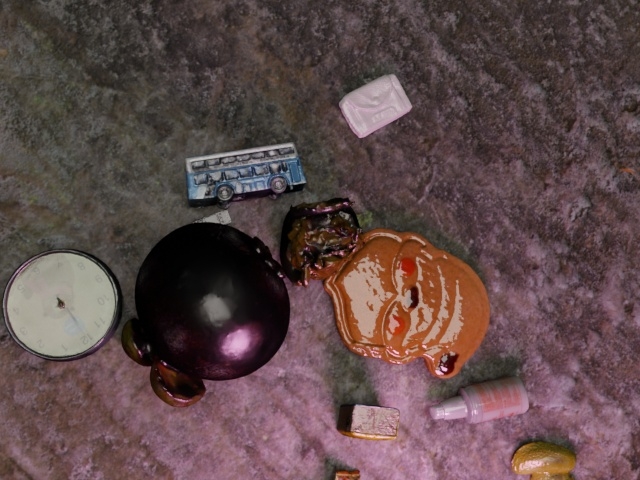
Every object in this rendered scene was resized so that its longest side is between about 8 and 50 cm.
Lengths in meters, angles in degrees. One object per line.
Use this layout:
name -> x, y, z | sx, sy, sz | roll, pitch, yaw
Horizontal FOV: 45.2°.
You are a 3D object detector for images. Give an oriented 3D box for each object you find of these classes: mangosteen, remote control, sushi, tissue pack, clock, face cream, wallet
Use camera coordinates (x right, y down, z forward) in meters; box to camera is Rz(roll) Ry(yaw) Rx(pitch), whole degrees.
mangosteen -> -0.281, 0.167, 1.767 | 0.435, 0.382, 0.382 | -39, 91, 4
remote control -> -0.276, -0.047, 1.962 | 0.096, 0.014, 0.039 | -20, 87, -11
sushi -> 0.000, 0.000, 1.917 | 0.213, 0.200, 0.204 | -12, 93, -6
tissue pack -> 0.116, 0.448, 1.895 | 0.119, 0.169, 0.082 | 8, 76, -10
clock -> -0.619, 0.155, 1.851 | 0.280, 0.055, 0.281 | 1, 82, -10
face cream -> 0.403, 0.421, 1.987 | 0.251, 0.101, 0.101 | -9, 85, -12
wallet -> 0.149, -0.366, 2.076 | 0.182, 0.032, 0.124 | -29, 91, -14

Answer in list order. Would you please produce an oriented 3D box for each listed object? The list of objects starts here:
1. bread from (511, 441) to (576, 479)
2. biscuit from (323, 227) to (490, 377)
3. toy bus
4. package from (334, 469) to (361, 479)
bread -> 0.594, 0.610, 2.020 | 0.187, 0.065, 0.150 | 13, 85, -11
biscuit -> 0.228, 0.154, 2.010 | 0.455, 0.078, 0.350 | 16, 76, -8
toy bus -> -0.193, -0.161, 1.949 | 0.297, 0.106, 0.131 | -10, 81, -10
package -> 0.060, 0.630, 1.904 | 0.108, 0.031, 0.121 | 23, 74, -51
